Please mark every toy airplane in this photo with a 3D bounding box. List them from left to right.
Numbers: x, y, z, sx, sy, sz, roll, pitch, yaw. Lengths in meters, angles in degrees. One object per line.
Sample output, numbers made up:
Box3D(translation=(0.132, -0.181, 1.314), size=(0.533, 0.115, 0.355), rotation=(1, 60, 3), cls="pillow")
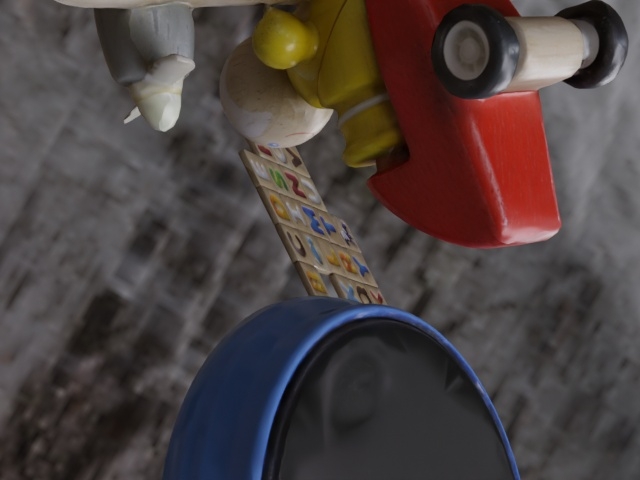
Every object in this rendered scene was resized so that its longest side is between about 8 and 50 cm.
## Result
Box3D(translation=(0.004, -0.184, 1.324), size=(0.272, 0.386, 0.384), rotation=(-47, -160, 38), cls="toy airplane")

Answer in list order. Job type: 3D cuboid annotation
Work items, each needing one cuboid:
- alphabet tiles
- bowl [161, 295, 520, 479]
Box3D(translation=(0.000, 0.000, 1.760), size=(0.009, 0.237, 0.198), rotation=(-32, 161, 16), cls="alphabet tiles")
Box3D(translation=(0.037, 0.230, 1.385), size=(0.077, 0.391, 0.391), rotation=(-12, -142, 34), cls="bowl")
